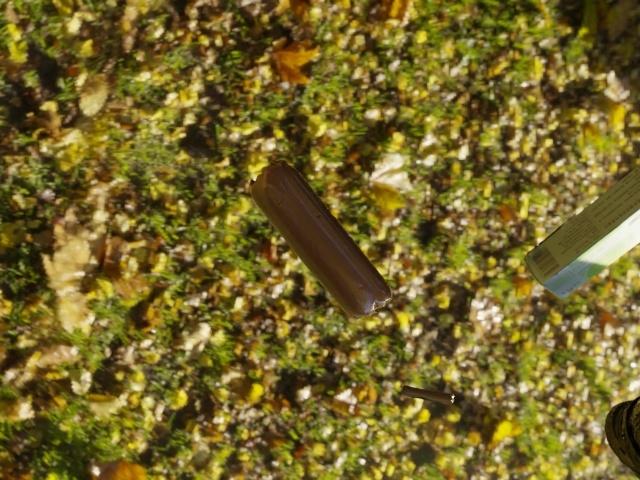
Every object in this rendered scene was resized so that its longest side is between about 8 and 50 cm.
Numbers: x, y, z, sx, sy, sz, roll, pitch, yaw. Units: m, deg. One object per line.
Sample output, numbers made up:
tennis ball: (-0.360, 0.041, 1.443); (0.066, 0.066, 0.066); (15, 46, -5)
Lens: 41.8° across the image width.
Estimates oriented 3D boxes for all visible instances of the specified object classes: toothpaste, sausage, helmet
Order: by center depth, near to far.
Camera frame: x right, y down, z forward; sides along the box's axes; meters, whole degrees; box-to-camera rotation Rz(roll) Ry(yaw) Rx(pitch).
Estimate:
toothpaste: (0.469, -0.044, 1.274); (0.336, 0.067, 0.081); (-42, 138, 20)
sausage: (-0.001, 0.000, 1.307); (0.086, 0.086, 0.289); (-41, 93, -27)
helmet: (0.659, 0.339, 1.467); (0.230, 0.279, 0.160); (-48, 159, -43)
sausage: (0.242, 0.346, 1.880); (0.026, 0.116, 0.026); (8, 90, -79)
